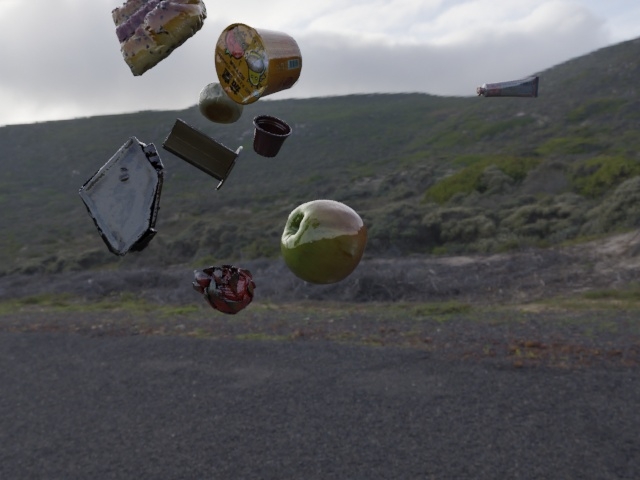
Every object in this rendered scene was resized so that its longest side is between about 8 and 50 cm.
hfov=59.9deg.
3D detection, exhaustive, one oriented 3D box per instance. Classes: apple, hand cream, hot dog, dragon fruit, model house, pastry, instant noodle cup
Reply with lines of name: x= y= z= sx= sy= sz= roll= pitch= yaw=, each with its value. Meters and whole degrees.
apple: x=0.000 y=0.000 z=2.168 sx=0.304 sy=0.339 sz=0.338 roll=15 pitch=-5 yaw=-26
hand cream: x=0.619 y=-0.498 z=1.829 sx=0.209 sy=0.067 sz=0.043 roll=-6 pitch=17 yaw=-6
hot dog: x=-0.627 y=-0.865 z=2.182 sx=0.365 sy=0.367 sz=0.196 roll=-28 pitch=-34 yaw=4
dragon fruit: x=-0.217 y=0.109 z=1.297 sx=0.142 sy=0.130 sz=0.121 roll=13 pitch=21 yaw=-46
model house: x=-0.613 y=-0.133 z=1.850 sx=0.297 sy=0.317 sz=0.282 roll=-32 pitch=2 yaw=-8
pastry: x=-0.334 y=-0.462 z=1.870 sx=0.156 sy=0.092 sz=0.156 roll=8 pitch=-28 yaw=5
instant noodle cup: x=-0.167 y=-0.502 z=1.567 sx=0.215 sy=0.216 sz=0.172 roll=-2 pitch=16 yaw=41

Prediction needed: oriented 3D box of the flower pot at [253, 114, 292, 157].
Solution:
flower pot: x=-0.146 y=-0.286 z=1.563 sx=0.111 sy=0.089 sz=0.111 roll=15 pitch=36 yaw=-12

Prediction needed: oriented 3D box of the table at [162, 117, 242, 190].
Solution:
table: x=-0.393 y=-0.292 z=1.816 sx=0.226 sy=0.167 sz=0.167 roll=30 pitch=-5 yaw=-16
